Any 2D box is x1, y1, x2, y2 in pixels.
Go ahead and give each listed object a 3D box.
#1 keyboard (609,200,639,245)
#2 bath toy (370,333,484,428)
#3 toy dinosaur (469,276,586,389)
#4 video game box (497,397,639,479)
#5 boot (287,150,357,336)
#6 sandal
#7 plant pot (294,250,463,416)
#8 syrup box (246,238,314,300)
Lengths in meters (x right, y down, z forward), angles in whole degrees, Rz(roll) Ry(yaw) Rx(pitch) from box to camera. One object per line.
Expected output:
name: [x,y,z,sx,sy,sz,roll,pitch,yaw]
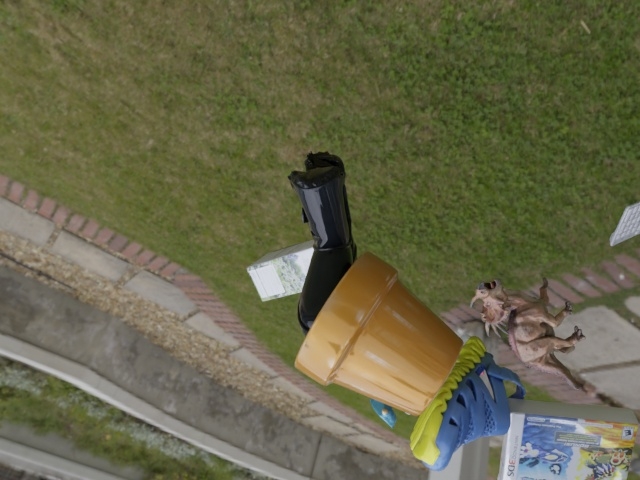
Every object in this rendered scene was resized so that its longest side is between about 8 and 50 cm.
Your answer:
keyboard: [0.538,-0.058,0.830,0.256,0.014,0.072,-19,140,-22]
bath toy: [0.310,0.390,1.529,0.348,0.151,0.129,-35,121,9]
toy dinosaur: [0.471,0.208,1.257,0.200,0.295,0.127,-22,177,3]
video game box: [0.424,0.372,0.959,0.205,0.048,0.187,2,114,11]
boot: [0.000,0.000,0.828,0.094,0.246,0.207,-5,125,14]
sandal: [0.256,0.274,0.912,0.138,0.317,0.126,34,124,18]
plant pot: [0.095,0.150,0.805,0.188,0.205,0.205,31,150,11]
syrup box: [-0.047,0.061,1.268,0.237,0.096,0.093,-18,101,36]
